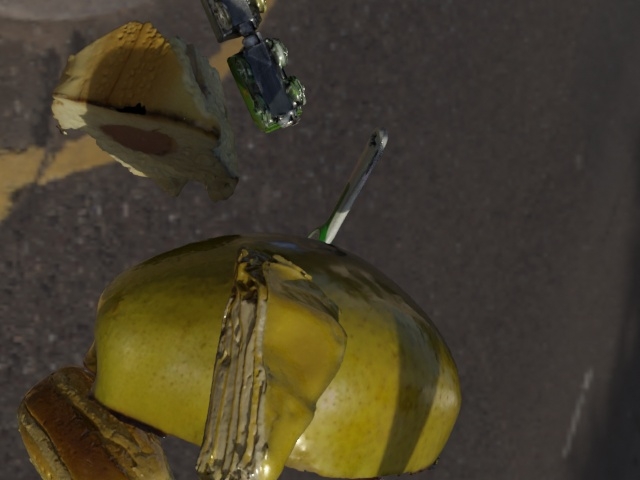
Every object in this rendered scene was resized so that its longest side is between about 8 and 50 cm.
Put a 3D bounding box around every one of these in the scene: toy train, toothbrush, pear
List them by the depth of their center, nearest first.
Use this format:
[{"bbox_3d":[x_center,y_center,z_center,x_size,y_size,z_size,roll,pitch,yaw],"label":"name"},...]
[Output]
[{"bbox_3d":[-0.075,-0.207,1.239,0.060,0.081,0.202,-25,92,-14],"label":"toy train"},{"bbox_3d":[-0.038,0.090,1.250,0.386,0.340,0.191,12,102,-21],"label":"pear"},{"bbox_3d":[-0.005,-0.001,1.674,0.040,0.418,0.042,10,43,-21],"label":"toothbrush"}]

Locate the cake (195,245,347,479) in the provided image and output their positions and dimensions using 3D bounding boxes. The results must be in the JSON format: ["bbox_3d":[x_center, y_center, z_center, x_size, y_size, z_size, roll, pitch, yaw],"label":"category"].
[{"bbox_3d":[-0.047,0.092,0.911,0.185,0.079,0.116,-49,119,-24],"label":"cake"}]

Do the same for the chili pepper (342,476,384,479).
[{"bbox_3d":[0.046,0.414,1.894,0.073,0.123,0.070,57,42,-18],"label":"chili pepper"}]

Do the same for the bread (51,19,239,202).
[{"bbox_3d":[-0.226,-0.145,1.517,0.184,0.211,0.224,62,7,-57],"label":"bread"}]

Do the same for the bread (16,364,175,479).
[{"bbox_3d":[-0.282,0.254,1.490,0.140,0.236,0.106,-35,145,-22],"label":"bread"}]
